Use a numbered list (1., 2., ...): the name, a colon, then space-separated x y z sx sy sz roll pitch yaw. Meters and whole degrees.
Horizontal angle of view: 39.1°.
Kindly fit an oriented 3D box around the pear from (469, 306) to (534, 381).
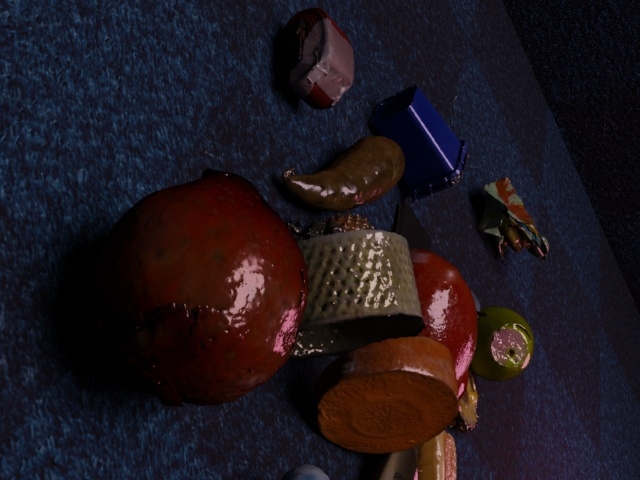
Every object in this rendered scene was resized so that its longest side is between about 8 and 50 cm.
1. pear: 0.432 0.255 2.229 0.219 0.187 0.188 151 -75 -77

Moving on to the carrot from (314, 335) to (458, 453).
1. carrot: 0.114 0.267 1.573 0.307 0.258 0.100 44 21 -47

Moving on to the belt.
1. belt: -0.015 -0.366 1.785 0.124 0.128 0.201 39 40 -46

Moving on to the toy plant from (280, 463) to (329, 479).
1. toy plant: -0.026 0.467 1.246 0.247 0.247 0.332 49 35 -39

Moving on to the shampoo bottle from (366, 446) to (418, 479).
1. shampoo bottle: 0.127 0.474 1.658 0.126 0.084 0.350 58 31 -24

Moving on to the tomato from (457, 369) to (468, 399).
1. tomato: 0.234 0.269 1.898 0.195 0.136 0.195 37 44 -48

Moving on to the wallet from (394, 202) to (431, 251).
1. wallet: 0.201 0.047 2.068 0.146 0.030 0.285 51 36 -29

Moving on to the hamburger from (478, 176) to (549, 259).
1. hamburger: 0.552 -0.040 2.656 0.276 0.150 0.260 59 10 4

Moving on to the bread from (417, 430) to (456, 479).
1. bread: 0.219 0.511 1.791 0.142 0.091 0.305 47 38 -44

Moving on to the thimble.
1. thimble: 0.033 0.096 1.495 0.270 0.270 0.150 20 56 -56

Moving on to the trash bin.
1. trash bin: 0.231 -0.229 2.139 0.235 0.162 0.184 54 34 -23

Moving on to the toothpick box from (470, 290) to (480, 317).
1. toothpick box: 0.306 0.169 2.117 0.153 0.101 0.101 -13 88 -62

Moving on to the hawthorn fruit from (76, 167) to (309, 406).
1. hawthorn fruit: -0.155 0.059 1.159 0.316 0.315 0.316 36 46 -49

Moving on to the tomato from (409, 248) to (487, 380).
1. tomato: 0.196 0.131 1.758 0.308 0.170 0.309 16 43 -16

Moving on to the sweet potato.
1. sweet potato: 0.060 -0.128 1.815 0.422 0.130 0.131 -28 100 -53

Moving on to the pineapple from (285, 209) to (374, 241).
1. pineapple: 0.000 0.000 1.667 0.251 0.125 0.125 -2 78 -51

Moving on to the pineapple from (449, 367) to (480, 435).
1. pineapple: 0.320 0.348 2.117 0.221 0.047 0.221 43 39 -49
